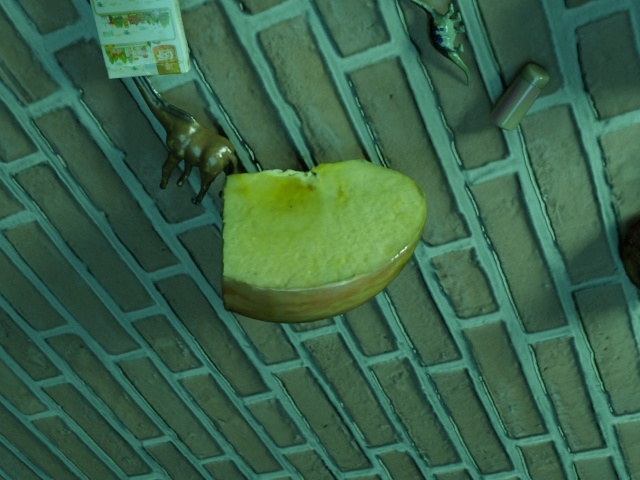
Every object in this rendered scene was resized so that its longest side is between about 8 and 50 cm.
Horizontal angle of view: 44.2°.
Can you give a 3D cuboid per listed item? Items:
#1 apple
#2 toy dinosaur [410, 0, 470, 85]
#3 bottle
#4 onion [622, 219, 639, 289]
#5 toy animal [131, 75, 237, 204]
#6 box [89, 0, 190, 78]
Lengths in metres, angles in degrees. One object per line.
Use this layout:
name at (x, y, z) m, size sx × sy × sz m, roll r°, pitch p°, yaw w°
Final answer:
apple at (0.000, 0.000, 1.220) m, size 0.309 × 0.314 × 0.252 m, roll -1°, pitch 95°, yaw -3°
toy dinosaur at (0.177, -0.284, 1.086) m, size 0.058 × 0.037 × 0.180 m, roll -9°, pitch 125°, yaw 46°
bottle at (0.285, -0.206, 1.131) m, size 0.045 × 0.045 × 0.096 m, roll 23°, pitch 127°, yaw -11°
onion at (0.564, 0.040, 1.237) m, size 0.184 × 0.147 × 0.184 m, roll 12°, pitch 143°, yaw 9°
toy animal at (-0.230, -0.173, 1.223) m, size 0.224 × 0.066 × 0.229 m, roll 20°, pitch 134°, yaw 9°
box at (-0.257, -0.335, 1.083) m, size 0.122 × 0.032 × 0.220 m, roll -2°, pitch 120°, yaw 8°
